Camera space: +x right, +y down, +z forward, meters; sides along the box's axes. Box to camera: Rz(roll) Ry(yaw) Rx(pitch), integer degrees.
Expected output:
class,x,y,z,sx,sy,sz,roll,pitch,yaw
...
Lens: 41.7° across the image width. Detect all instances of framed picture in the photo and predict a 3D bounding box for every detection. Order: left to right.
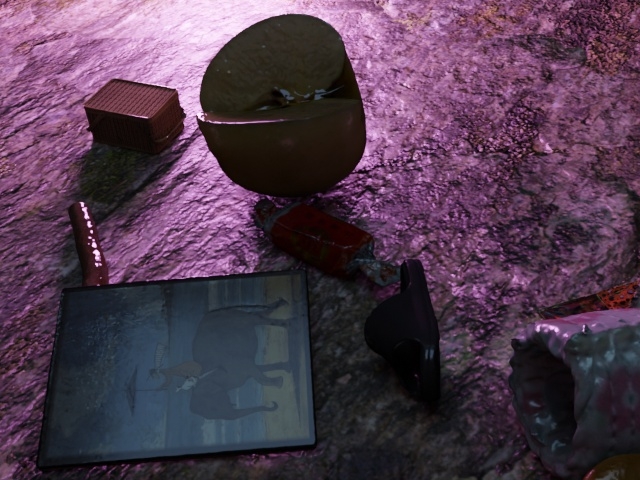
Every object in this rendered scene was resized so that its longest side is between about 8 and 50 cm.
class,x,y,z,sx,sy,sz,roll,pitch,yaw
framed picture,-0.181,0.160,1.088,0.347,0.016,0.265,-4,55,1

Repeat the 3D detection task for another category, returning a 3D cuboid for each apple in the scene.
class,x,y,z,sx,sy,sz,roll,pitch,yaw
apple,-0.056,-0.198,1.381,0.257,0.233,0.295,-17,50,7

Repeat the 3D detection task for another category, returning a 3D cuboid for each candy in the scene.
class,x,y,z,sx,sy,sz,roll,pitch,yaw
candy,0.001,-0.001,1.275,0.292,0.059,0.086,25,47,29

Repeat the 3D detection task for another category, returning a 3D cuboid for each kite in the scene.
class,x,y,z,sx,sy,sz,roll,pitch,yaw
kite,0.358,0.111,1.149,0.125,0.008,0.222,15,44,21

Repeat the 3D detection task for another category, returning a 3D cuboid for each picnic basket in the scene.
class,x,y,z,sx,sy,sz,roll,pitch,yaw
picnic basket,-0.345,-0.233,1.562,0.164,0.079,0.115,13,43,19

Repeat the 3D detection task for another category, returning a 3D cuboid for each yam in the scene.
class,x,y,z,sx,sy,sz,roll,pitch,yaw
yam,-0.342,0.050,1.258,0.045,0.045,0.327,-31,43,2

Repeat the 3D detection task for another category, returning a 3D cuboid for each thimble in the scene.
class,x,y,z,sx,sy,sz,roll,pitch,yaw
thimble,0.312,0.163,0.937,0.149,0.211,0.185,-10,50,-10

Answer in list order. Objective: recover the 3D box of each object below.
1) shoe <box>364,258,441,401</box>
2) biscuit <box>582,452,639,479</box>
class,x,y,z,sx,sy,sz,roll,pitch,yaw
shoe,0.103,0.117,1.095,0.093,0.108,0.241,-4,33,2
biscuit,0.332,0.329,0.811,0.203,0.041,0.260,21,64,-3
